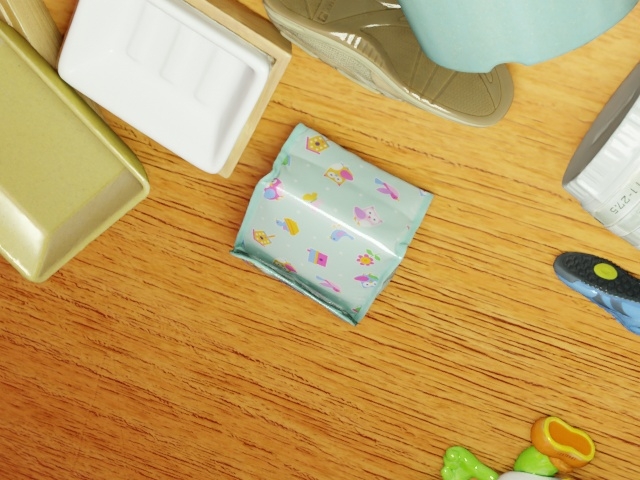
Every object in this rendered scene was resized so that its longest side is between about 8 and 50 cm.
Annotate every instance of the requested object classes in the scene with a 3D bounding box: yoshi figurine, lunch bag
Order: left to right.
[{"bbox_3d":[0.000,0.000,1.584,0.223,0.160,0.262,30,142,0],"label":"lunch bag"},{"bbox_3d":[0.253,0.413,1.745,0.203,0.203,0.362,51,133,7],"label":"yoshi figurine"}]

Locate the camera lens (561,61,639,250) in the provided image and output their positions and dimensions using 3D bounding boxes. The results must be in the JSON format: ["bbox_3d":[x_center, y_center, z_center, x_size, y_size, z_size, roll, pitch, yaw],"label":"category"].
[{"bbox_3d":[0.442,-0.067,1.277,0.274,0.219,0.219,34,131,1],"label":"camera lens"}]

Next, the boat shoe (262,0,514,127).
[{"bbox_3d":[0.083,-0.242,1.411,0.341,0.121,0.110,32,168,5],"label":"boat shoe"}]

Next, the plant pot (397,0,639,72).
[{"bbox_3d":[0.170,-0.374,1.141,0.341,0.341,0.334,-6,128,29],"label":"plant pot"}]

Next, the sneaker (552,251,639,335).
[{"bbox_3d":[0.401,0.086,1.505,0.209,0.069,0.082,23,134,10],"label":"sneaker"}]

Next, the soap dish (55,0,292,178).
[{"bbox_3d":[-0.194,-0.250,1.522,0.291,0.118,0.229,33,131,1],"label":"soap dish"}]

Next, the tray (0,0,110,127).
[{"bbox_3d":[-0.492,-0.303,1.659,0.203,0.076,0.410,-10,117,31],"label":"tray"}]

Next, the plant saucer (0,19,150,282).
[{"bbox_3d":[-0.432,-0.136,1.649,0.333,0.081,0.333,47,130,-11],"label":"plant saucer"}]
